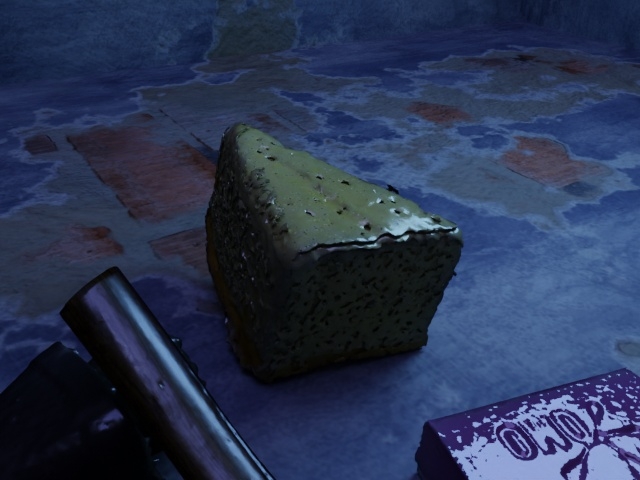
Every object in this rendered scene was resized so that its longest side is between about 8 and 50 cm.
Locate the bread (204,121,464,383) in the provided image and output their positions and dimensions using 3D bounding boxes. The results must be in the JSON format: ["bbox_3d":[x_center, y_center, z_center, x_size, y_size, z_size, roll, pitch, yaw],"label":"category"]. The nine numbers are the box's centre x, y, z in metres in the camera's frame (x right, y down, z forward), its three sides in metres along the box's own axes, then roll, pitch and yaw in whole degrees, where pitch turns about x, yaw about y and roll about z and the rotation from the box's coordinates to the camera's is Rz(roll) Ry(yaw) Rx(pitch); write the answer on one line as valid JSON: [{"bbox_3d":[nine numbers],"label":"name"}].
[{"bbox_3d":[0.000,0.000,0.864,0.279,0.248,0.315,-1,42,-15],"label":"bread"}]

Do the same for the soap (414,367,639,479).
[{"bbox_3d":[0.247,0.229,0.639,0.260,0.081,0.181,-8,31,-17],"label":"soap"}]

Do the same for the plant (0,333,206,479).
[{"bbox_3d":[-0.228,0.190,0.629,0.256,0.141,0.164,-32,42,-28],"label":"plant"}]

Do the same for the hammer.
[{"bbox_3d":[-0.082,0.182,0.525,0.242,0.095,0.409,-29,71,-38],"label":"hammer"}]
